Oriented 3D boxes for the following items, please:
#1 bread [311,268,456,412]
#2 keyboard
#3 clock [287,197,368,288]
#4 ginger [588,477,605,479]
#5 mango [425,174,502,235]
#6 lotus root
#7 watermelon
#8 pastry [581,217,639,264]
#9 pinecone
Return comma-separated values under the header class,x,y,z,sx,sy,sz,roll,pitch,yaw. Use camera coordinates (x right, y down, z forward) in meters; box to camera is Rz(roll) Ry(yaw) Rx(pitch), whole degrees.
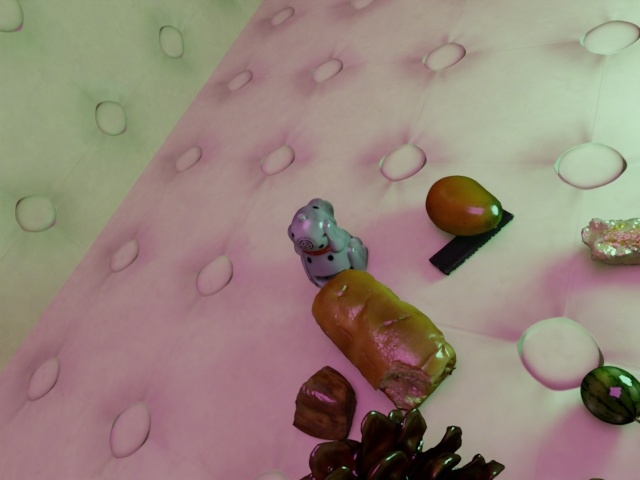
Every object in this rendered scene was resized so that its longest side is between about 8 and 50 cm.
class,x,y,z,sx,sy,sz,roll,pitch,yaw
bread,0.134,0.210,0.990,0.195,0.149,0.344,-46,49,-7
keyboard,0.382,-0.003,1.097,0.231,0.023,0.072,-40,41,-3
clock,0.001,0.000,1.152,0.189,0.254,0.188,-17,46,18
ginger,0.451,0.507,0.609,0.358,0.152,0.274,-38,28,-1
mango,0.352,-0.083,1.090,0.152,0.120,0.221,-34,33,7
lotus root,0.010,0.368,0.985,0.135,0.095,0.159,12,69,30
watermelon,0.520,0.278,0.767,0.109,0.109,0.108,-15,51,19
pastry,0.682,0.001,0.883,0.259,0.089,0.121,-9,49,25
pinecone,0.140,0.460,0.639,0.398,0.397,0.397,-15,51,19
